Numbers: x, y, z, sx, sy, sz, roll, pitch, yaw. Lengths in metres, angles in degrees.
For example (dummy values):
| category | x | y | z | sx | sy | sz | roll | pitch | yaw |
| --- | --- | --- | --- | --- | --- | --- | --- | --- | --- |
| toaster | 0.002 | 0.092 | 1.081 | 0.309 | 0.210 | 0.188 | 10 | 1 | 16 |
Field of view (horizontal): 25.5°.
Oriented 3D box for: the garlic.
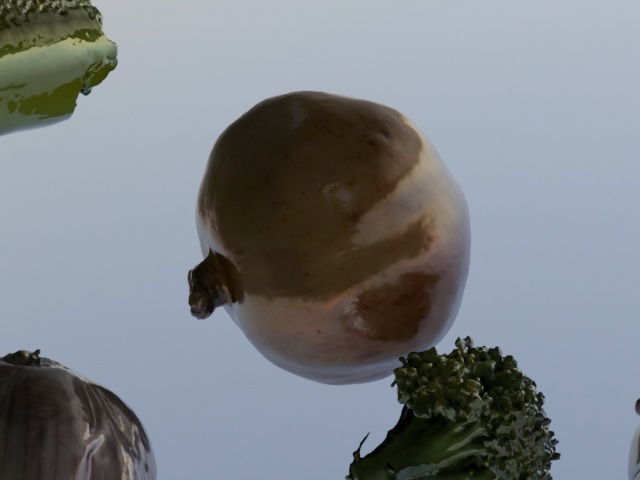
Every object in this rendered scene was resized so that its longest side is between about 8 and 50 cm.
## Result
| category | x | y | z | sx | sy | sz | roll | pitch | yaw |
| --- | --- | --- | --- | --- | --- | --- | --- | --- | --- |
| garlic | -0.311 | 0.247 | 1.500 | 0.318 | 0.259 | 0.317 | -4 | 168 | -1 |

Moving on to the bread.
| category | x | y | z | sx | sy | sz | roll | pitch | yaw |
| --- | --- | --- | --- | --- | --- | --- | --- | --- | --- |
| bread | -0.406 | -0.203 | 1.405 | 0.208 | 0.251 | 0.376 | -32 | 175 | 29 |

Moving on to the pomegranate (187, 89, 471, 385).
| category | x | y | z | sx | sy | sz | roll | pitch | yaw |
| --- | --- | --- | --- | --- | --- | --- | --- | --- | --- |
| pomegranate | 0.000 | 0.000 | 1.884 | 0.412 | 0.411 | 0.411 | -23 | -158 | 10 |

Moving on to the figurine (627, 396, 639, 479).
| category | x | y | z | sx | sy | sz | roll | pitch | yaw |
| --- | --- | --- | --- | --- | --- | --- | --- | --- | --- |
| figurine | 0.513 | 0.262 | 1.716 | 0.361 | 0.211 | 0.253 | -10 | 142 | -49 |

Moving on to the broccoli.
| category | x | y | z | sx | sy | sz | roll | pitch | yaw |
| --- | --- | --- | --- | --- | --- | --- | --- | --- | --- |
| broccoli | 0.179 | 0.248 | 1.659 | 0.273 | 0.242 | 0.180 | -25 | -165 | -37 |
